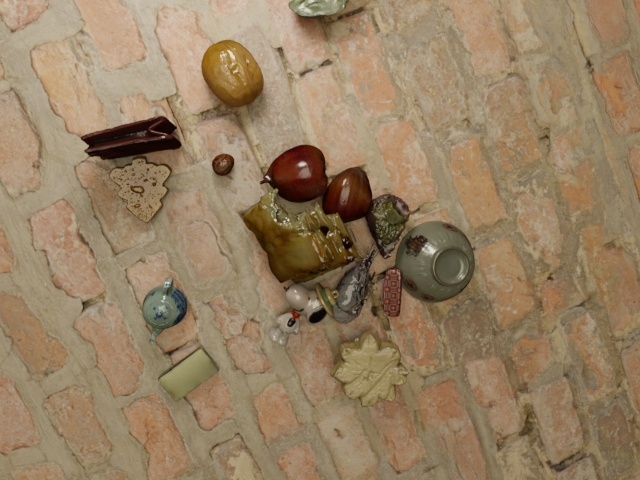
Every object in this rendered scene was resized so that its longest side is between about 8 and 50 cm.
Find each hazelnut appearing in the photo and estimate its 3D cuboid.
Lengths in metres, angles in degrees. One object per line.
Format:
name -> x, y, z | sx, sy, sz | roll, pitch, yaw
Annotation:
hazelnut -> 0.101, -0.164, 1.648 | 0.181, 0.212, 0.181 | -22, 85, 23
hazelnut -> -0.353, -0.275, 1.622 | 0.086, 0.086, 0.086 | -1, 95, -9

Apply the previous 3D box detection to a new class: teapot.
teapot -> -0.560, 0.243, 1.596 | 0.159, 0.159, 0.232 | 14, 92, -10

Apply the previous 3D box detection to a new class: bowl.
bowl -> 0.475, 0.092, 1.746 | 0.337, 0.157, 0.337 | -1, 94, -9

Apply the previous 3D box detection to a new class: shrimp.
shrimp -> 0.150, 0.167, 1.720 | 0.145, 0.116, 0.343 | 25, 97, -11

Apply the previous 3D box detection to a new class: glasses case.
glasses case -> 0.285, 0.204, 1.775 | 0.073, 0.049, 0.194 | 4, 98, 12

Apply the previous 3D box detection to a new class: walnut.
walnut -> -0.304, -0.578, 1.559 | 0.193, 0.193, 0.226 | -43, 109, -4

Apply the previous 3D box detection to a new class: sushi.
sushi -> 0.241, -0.065, 1.724 | 0.161, 0.107, 0.241 | 26, 90, -7

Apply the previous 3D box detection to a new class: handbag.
handbag -> -0.615, -0.330, 1.485 | 0.275, 0.260, 0.084 | -14, 99, -6

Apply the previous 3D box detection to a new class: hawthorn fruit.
hawthorn fruit -> -0.096, -0.233, 1.603 | 0.248, 0.208, 0.208 | -6, 95, -7

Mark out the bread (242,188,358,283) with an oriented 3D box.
bread -> -0.088, -0.008, 1.572 | 0.314, 0.191, 0.370 | -28, 104, 39

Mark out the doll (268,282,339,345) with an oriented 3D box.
doll -> -0.064, 0.276, 1.677 | 0.208, 0.144, 0.271 | 16, 111, -8

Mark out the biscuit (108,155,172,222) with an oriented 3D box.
biscuit -> -0.635, -0.180, 1.604 | 0.212, 0.041, 0.239 | -6, 95, -15

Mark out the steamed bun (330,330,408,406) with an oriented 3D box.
steamed bun -> 0.181, 0.484, 1.743 | 0.295, 0.137, 0.292 | -9, 100, 0

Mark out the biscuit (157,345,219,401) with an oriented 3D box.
biscuit -> -0.493, 0.498, 1.681 | 0.199, 0.040, 0.121 | -35, 101, -4

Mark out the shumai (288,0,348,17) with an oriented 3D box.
shumai -> 0.027, -0.914, 1.515 | 0.330, 0.292, 0.288 | -4, 81, 27
